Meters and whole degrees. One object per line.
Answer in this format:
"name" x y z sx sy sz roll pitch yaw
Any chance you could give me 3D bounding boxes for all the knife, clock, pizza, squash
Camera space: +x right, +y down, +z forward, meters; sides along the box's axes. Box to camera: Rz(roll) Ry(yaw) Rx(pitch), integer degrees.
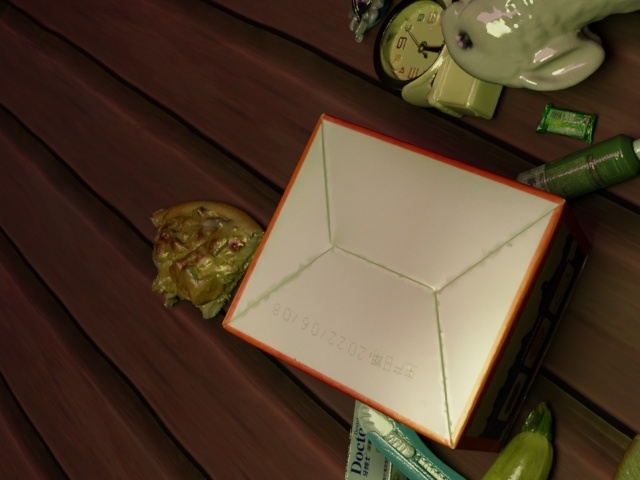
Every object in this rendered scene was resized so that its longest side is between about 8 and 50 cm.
"knife" 0.137 0.302 1.225 0.222 0.031 0.064 41 88 17
"clock" 0.230 -0.387 1.383 0.276 0.120 0.379 25 98 46
"pizza" -0.241 0.028 1.679 0.323 0.089 0.223 9 79 44
"squash" 0.253 0.305 1.144 0.090 0.075 0.200 29 95 27

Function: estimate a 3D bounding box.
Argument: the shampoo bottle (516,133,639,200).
"shampoo bottle" 0.366 -0.099 1.189 0.204 0.065 0.065 -22 62 35

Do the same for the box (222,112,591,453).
"box" 0.123 0.060 1.163 0.349 0.257 0.318 22 88 27

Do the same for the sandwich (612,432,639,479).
"sandwich" 0.418 0.267 0.978 0.236 0.128 0.122 -41 45 24

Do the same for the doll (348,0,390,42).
"doll" 0.091 -0.435 1.549 0.096 0.070 0.195 -3 66 57

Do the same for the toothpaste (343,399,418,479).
"toothpaste" 0.104 0.202 1.320 0.081 0.067 0.336 -3 74 40

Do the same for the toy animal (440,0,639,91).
"toy animal" 0.339 -0.332 1.174 0.357 0.258 0.194 -44 20 30

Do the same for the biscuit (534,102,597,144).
"biscuit" 0.352 -0.166 1.257 0.089 0.016 0.046 22 92 44
